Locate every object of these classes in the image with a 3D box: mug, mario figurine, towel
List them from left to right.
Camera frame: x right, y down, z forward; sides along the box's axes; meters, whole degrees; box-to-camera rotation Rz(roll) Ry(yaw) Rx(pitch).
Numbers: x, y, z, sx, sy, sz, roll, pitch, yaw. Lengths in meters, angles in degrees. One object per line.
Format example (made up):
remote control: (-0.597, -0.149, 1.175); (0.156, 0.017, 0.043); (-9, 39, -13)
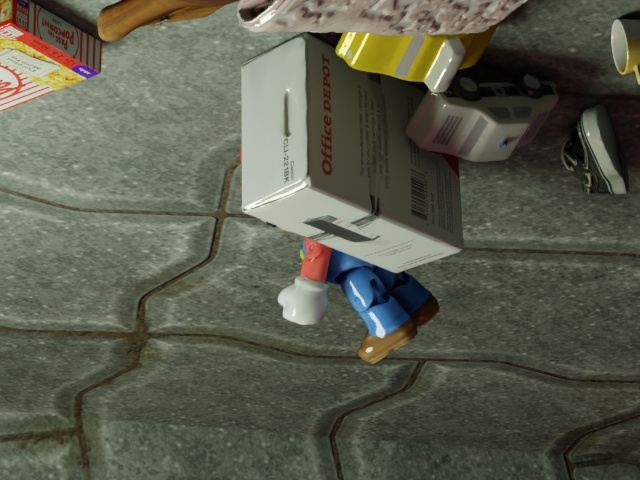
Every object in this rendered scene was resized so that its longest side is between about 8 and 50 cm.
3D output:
mario figurine: (0.000, 0.000, 2.277); (0.170, 0.320, 0.198); (-35, -177, 4)
towel: (0.133, -0.280, 1.697); (0.332, 0.053, 0.317); (-4, 159, -42)
mug: (0.367, -0.214, 2.040); (0.064, 0.078, 0.062); (-8, -176, -7)

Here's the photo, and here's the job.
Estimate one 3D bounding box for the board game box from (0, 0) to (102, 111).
board game box: (-0.367, -0.207, 2.047); (0.193, 0.045, 0.147); (-16, 153, 32)

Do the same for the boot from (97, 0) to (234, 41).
boot: (-0.062, -0.265, 1.855); (0.264, 0.096, 0.280); (-21, 179, -29)

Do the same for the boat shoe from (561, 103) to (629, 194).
boat shoe: (0.341, -0.104, 2.287); (0.070, 0.077, 0.219); (-9, 158, 14)

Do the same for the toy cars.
toy cars: (0.161, -0.170, 2.035); (0.176, 0.087, 0.394); (-33, 148, 9)

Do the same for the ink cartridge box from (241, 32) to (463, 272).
ink cartridge box: (0.037, -0.098, 2.131); (0.114, 0.197, 0.273); (-21, 150, 38)
